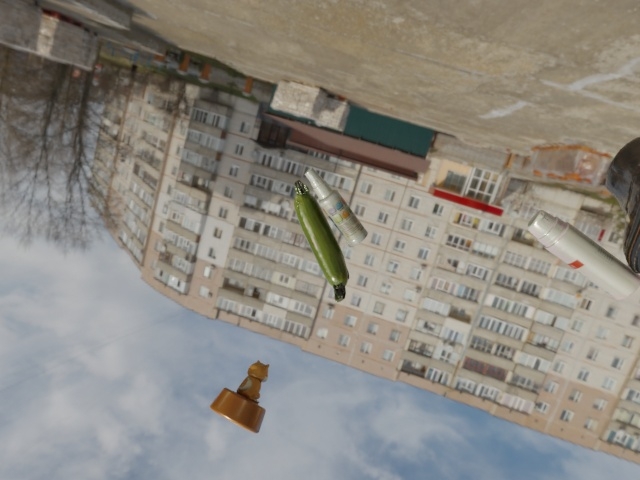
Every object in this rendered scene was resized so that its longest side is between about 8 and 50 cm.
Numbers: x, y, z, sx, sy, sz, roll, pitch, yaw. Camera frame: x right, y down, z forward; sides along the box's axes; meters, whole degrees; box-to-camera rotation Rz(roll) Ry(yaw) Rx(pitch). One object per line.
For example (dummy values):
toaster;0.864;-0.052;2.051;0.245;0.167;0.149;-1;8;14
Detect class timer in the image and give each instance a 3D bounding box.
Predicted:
timer;-0.172;0.363;1.152;0.132;0.152;0.132;25;159;10

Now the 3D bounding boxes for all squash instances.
squash;0.002;0.000;1.202;0.071;0.318;0.080;-27;172;35

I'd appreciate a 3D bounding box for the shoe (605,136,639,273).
shoe;0.888;-0.096;1.301;0.171;0.384;0.237;-16;-139;10

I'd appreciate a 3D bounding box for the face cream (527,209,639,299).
face cream;0.765;0.036;1.410;0.346;0.102;0.102;37;-167;4

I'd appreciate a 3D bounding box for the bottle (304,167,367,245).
bottle;0.035;-0.085;1.172;0.217;0.060;0.060;53;-178;-16
